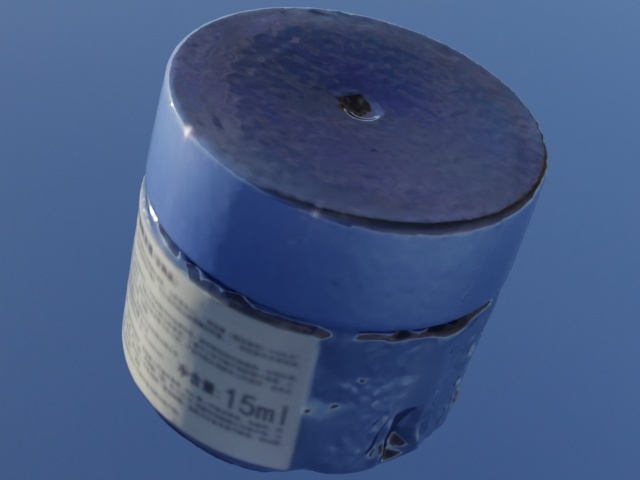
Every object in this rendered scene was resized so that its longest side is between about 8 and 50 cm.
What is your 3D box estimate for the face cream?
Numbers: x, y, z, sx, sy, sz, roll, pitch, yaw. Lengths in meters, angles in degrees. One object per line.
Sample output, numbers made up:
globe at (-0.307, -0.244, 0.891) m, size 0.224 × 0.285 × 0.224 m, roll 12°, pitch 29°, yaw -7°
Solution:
face cream at (0.000, 0.000, 0.858) m, size 0.249 × 0.225 × 0.249 m, roll 11°, pitch -142°, yaw -9°
